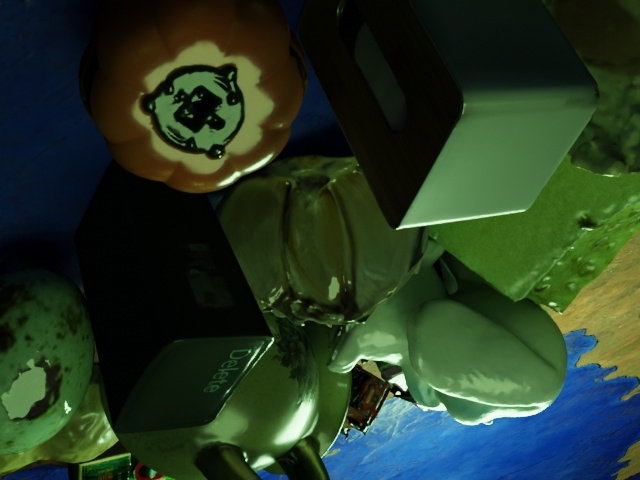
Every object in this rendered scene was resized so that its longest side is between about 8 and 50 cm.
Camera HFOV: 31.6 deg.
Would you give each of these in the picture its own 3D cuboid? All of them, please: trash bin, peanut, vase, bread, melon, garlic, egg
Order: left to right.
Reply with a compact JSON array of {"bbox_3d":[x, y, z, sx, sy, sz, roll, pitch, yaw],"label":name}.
[{"bbox_3d":[-0.321,0.124,1.187,0.169,0.169,0.231,9,126,-41],"label":"egg"},{"bbox_3d":[-0.331,0.220,1.375,0.233,0.110,0.197,-5,156,-23],"label":"peanut"},{"bbox_3d":[-0.157,0.049,1.120,0.115,0.225,0.165,1,141,-33],"label":"trash bin"},{"bbox_3d":[-0.080,0.203,1.299,0.241,0.329,0.302,-38,145,16],"label":"vase"},{"bbox_3d":[0.000,0.000,1.217,0.229,0.178,0.143,-2,179,2],"label":"garlic"},{"bbox_3d":[0.239,-0.190,1.010,0.211,0.224,0.183,39,115,-14],"label":"bread"},{"bbox_3d":[0.318,-0.070,1.265,0.331,0.226,0.343,29,111,-40],"label":"melon"}]

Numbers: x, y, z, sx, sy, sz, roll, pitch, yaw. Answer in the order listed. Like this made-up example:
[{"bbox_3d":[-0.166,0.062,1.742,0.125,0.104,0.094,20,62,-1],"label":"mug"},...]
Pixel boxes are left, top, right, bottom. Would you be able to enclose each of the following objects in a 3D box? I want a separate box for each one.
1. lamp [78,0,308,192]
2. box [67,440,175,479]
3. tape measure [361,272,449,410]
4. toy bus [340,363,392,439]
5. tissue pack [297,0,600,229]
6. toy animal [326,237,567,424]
[{"bbox_3d":[-0.106,-0.139,0.938,0.187,0.164,0.188,-6,123,-9],"label":"lamp"},{"bbox_3d":[-0.231,0.294,1.588,0.240,0.071,0.159,-11,149,-19],"label":"box"},{"bbox_3d":[0.188,0.144,1.548,0.245,0.149,0.231,-29,146,10],"label":"tape measure"},{"bbox_3d":[0.025,0.214,1.532,0.096,0.073,0.235,30,162,-4],"label":"toy bus"},{"bbox_3d":[0.099,-0.153,0.962,0.136,0.246,0.159,-7,144,-27],"label":"tissue pack"},{"bbox_3d":[0.152,0.094,1.346,0.289,0.249,0.174,18,124,-23],"label":"toy animal"}]
